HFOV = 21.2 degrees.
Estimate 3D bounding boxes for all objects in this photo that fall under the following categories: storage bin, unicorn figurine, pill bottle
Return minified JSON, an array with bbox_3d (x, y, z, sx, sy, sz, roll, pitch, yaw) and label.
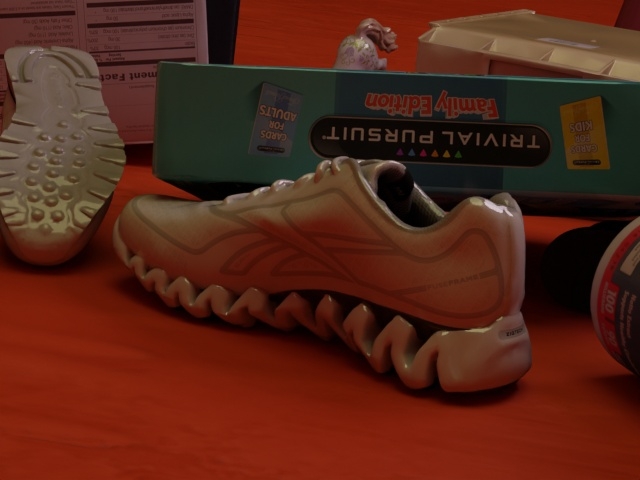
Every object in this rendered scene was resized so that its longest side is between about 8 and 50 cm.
[{"bbox_3d":[0.252,-0.133,1.621,0.262,0.123,0.260,15,18,28],"label":"storage bin"},{"bbox_3d":[0.024,-0.133,1.583,0.060,0.162,0.111,6,-13,18],"label":"unicorn figurine"},{"bbox_3d":[0.238,0.052,0.943,0.108,0.108,0.180,0,16,-22],"label":"pill bottle"}]

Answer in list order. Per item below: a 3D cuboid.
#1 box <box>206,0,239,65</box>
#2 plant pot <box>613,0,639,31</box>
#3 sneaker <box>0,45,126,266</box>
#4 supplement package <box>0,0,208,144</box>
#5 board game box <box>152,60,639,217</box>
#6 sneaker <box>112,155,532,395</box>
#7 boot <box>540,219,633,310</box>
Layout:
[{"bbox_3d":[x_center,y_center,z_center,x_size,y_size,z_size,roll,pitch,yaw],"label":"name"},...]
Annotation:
[{"bbox_3d":[-0.230,-0.345,1.782,0.312,0.343,0.179,6,14,-2],"label":"box"},{"bbox_3d":[0.401,-0.214,1.869,0.201,0.180,0.201,7,15,-2],"label":"plant pot"},{"bbox_3d":[-0.187,-0.045,1.195,0.090,0.095,0.235,8,34,-11],"label":"sneaker"},{"bbox_3d":[-0.205,-0.182,1.507,0.204,0.145,0.262,-4,17,-5],"label":"supplement package"},{"bbox_3d":[0.068,-0.063,1.196,0.336,0.079,0.254,2,-2,4],"label":"board game box"},{"bbox_3d":[0.000,0.000,1.029,0.292,0.118,0.110,14,18,31],"label":"sneaker"},{"bbox_3d":[0.261,0.014,1.176,0.198,0.077,0.137,12,11,15],"label":"boot"}]
